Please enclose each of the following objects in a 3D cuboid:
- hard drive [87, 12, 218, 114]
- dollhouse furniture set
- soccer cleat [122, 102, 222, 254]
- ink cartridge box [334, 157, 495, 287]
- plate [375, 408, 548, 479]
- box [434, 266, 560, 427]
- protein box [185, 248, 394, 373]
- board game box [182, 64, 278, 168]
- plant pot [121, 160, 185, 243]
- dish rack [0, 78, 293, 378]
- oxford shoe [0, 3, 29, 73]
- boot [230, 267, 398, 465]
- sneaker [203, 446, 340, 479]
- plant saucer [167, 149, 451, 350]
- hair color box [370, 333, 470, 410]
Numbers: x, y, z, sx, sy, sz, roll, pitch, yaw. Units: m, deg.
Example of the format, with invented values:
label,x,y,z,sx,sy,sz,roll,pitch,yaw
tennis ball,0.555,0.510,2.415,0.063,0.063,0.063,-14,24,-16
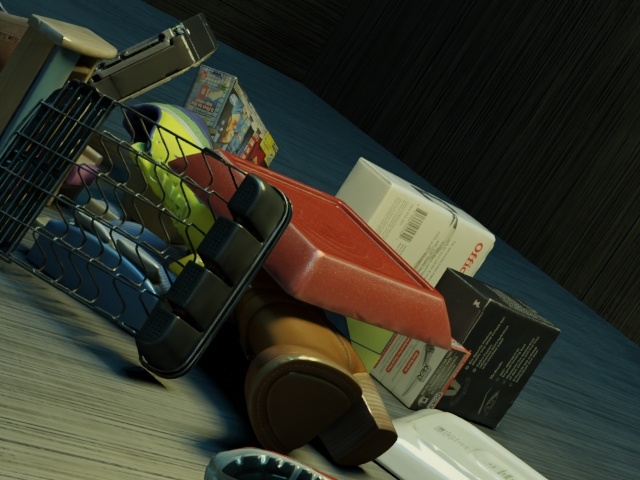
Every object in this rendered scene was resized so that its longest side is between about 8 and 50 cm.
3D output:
label,x,y,z,sx,sy,sz,roll,pitch,yaw
hard drive,-0.262,-0.220,2.277,0.064,0.237,0.339,64,5,-8
dollhouse furniture set,-0.188,-0.059,1.786,0.303,0.198,0.286,36,10,13
soccer cleat,-0.157,-0.061,1.911,0.121,0.093,0.289,18,26,-28
ink cartridge box,0.116,0.008,2.520,0.237,0.172,0.100,25,12,-40
plate,0.184,0.264,1.840,0.278,0.045,0.277,35,10,16
box,0.193,0.137,2.166,0.158,0.156,0.093,23,13,-44
protein box,-0.024,0.038,2.016,0.200,0.136,0.201,28,11,-25
board game box,-0.149,-0.094,2.230,0.060,0.194,0.194,22,-18,25
plant pot,-0.181,-0.056,2.096,0.109,0.096,0.109,37,10,17
dish rack,-0.189,-0.022,1.599,0.271,0.208,0.074,29,-13,22
oxford shoe,-0.448,-0.280,1.928,0.364,0.132,0.130,35,6,14
boot,-0.036,0.091,1.627,0.220,0.109,0.283,57,14,26
sneaker,0.036,0.237,1.325,0.279,0.107,0.118,34,0,-6
plant saucer,0.000,0.000,1.776,0.258,0.047,0.259,21,17,-46
hair color box,0.093,0.125,2.093,0.167,0.093,0.053,41,13,37
